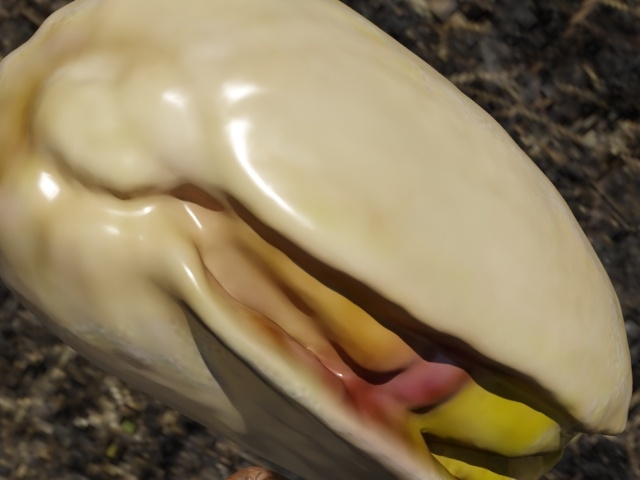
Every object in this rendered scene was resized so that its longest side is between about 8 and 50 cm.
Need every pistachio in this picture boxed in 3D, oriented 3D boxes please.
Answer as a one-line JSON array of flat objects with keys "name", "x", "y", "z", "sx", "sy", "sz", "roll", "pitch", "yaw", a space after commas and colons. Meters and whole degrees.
[{"name": "pistachio", "x": 0.000, "y": 0.000, "z": 0.483, "sx": 0.117, "sy": 0.200, "sz": 0.145, "roll": -55, "pitch": 25, "yaw": 9}]

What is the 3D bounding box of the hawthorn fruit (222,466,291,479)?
[{"name": "hawthorn fruit", "x": -0.041, "y": 0.188, "z": 1.089, "sx": 0.067, "sy": 0.103, "sz": 0.066, "roll": -2, "pitch": 46, "yaw": 2}]
